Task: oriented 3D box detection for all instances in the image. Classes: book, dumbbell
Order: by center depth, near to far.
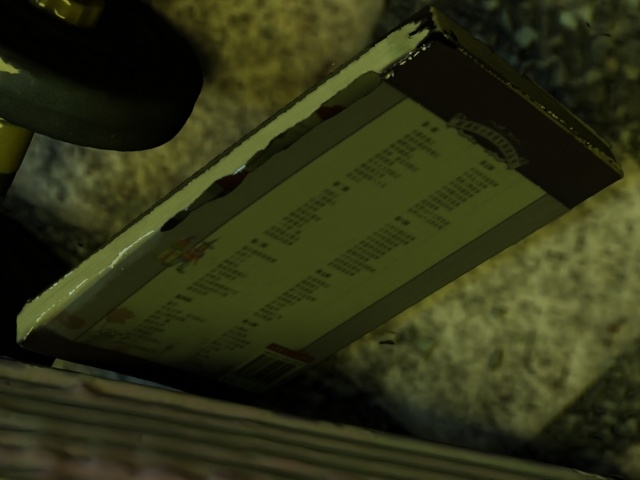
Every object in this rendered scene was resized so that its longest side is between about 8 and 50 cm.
[{"bbox_3d":[0.000,-0.001,0.532,0.231,0.157,0.026,-34,57,24],"label":"book"},{"bbox_3d":[-0.154,-0.034,0.554,0.143,0.143,0.325,34,114,3],"label":"dumbbell"}]

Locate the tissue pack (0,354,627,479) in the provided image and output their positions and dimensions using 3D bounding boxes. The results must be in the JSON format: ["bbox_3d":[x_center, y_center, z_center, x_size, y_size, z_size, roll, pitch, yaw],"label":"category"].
[{"bbox_3d":[-0.037,0.197,0.554,0.344,0.125,0.242,13,115,-12],"label":"tissue pack"}]
